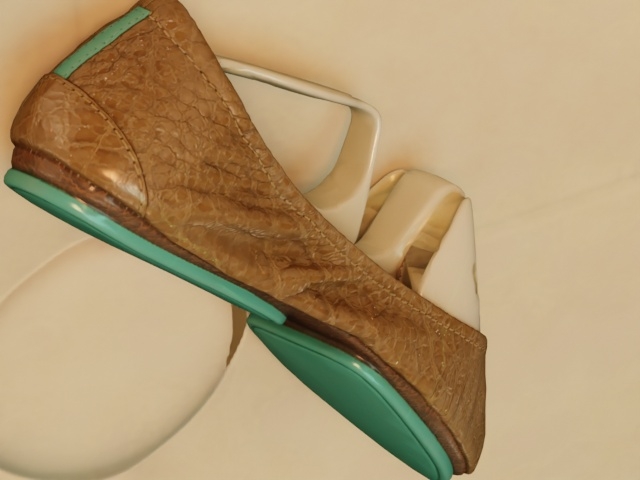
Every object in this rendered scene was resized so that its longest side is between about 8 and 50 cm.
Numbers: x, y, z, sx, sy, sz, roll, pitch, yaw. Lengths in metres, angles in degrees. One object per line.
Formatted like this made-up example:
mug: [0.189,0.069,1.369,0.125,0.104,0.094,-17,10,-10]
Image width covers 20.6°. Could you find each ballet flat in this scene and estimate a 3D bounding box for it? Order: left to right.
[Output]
ballet flat: [0.000,0.000,0.807,0.342,0.116,0.124,39,79,-42]
